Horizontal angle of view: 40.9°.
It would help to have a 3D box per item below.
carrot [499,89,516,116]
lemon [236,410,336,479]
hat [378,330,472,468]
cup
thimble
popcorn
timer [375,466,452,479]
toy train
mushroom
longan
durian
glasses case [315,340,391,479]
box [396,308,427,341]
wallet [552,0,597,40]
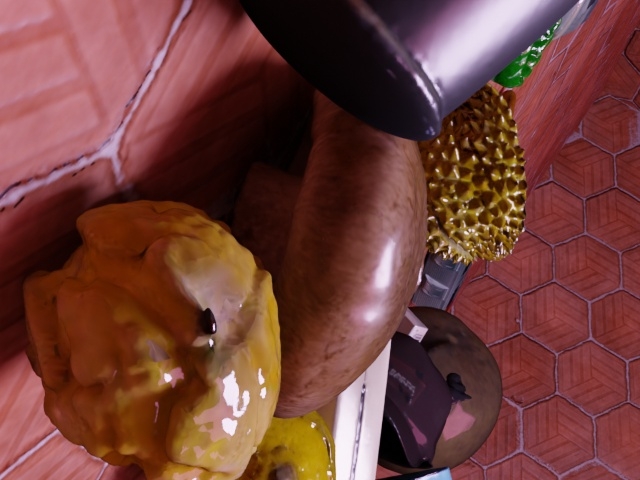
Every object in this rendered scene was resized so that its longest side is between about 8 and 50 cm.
[{"bbox_3d":[0.292,-0.188,1.442,0.139,0.048,0.048,-62,165,18],"label":"carrot"},{"bbox_3d":[-0.073,0.228,0.845,0.180,0.181,0.193,-49,158,-30],"label":"lemon"},{"bbox_3d":[0.098,0.184,1.193,0.209,0.238,0.336,-54,170,-12],"label":"hat"},{"bbox_3d":[0.046,-0.157,0.472,0.176,0.169,0.223,-52,-163,-4],"label":"cup"},{"bbox_3d":[0.214,-0.244,0.959,0.130,0.090,0.118,-58,165,4],"label":"thimble"},{"bbox_3d":[-0.087,0.055,0.472,0.148,0.167,0.152,7,159,-44],"label":"popcorn"},{"bbox_3d":[0.037,0.376,1.143,0.232,0.091,0.250,-9,169,-29],"label":"timer"},{"bbox_3d":[0.265,0.064,1.831,0.089,0.086,0.409,-49,164,-27],"label":"toy train"},{"bbox_3d":[0.002,-0.001,0.627,0.278,0.146,0.278,-162,-90,-84],"label":"mushroom"},{"bbox_3d":[0.172,0.269,1.538,0.319,0.319,0.319,-52,165,-19],"label":"longan"},{"bbox_3d":[0.144,-0.092,1.000,0.193,0.138,0.237,96,-11,-64],"label":"durian"},{"bbox_3d":[-0.001,0.232,0.957,0.131,0.070,0.312,-10,-111,53],"label":"glasses case"},{"bbox_3d":[0.070,0.203,1.398,0.035,0.139,0.245,16,109,-37],"label":"box"},{"bbox_3d":[0.348,-0.386,1.126,0.360,0.083,0.252,-33,147,-56],"label":"wallet"}]
